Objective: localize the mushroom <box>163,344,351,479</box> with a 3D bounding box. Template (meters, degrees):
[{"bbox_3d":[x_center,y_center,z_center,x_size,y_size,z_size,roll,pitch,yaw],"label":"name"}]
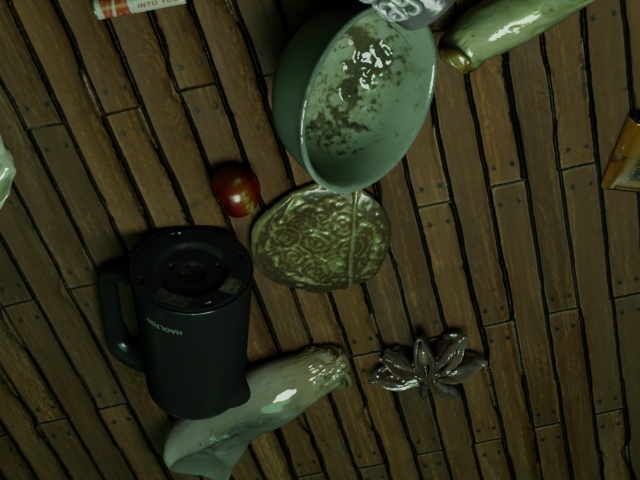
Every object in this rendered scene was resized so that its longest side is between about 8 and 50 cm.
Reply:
[{"bbox_3d":[-0.117,0.317,2.339,0.397,0.126,0.177,-38,135,25],"label":"mushroom"}]

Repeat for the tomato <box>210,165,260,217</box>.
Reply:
[{"bbox_3d":[-0.134,-0.080,2.008,0.075,0.087,0.087,-33,133,-14],"label":"tomato"}]

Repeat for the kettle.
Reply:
[{"bbox_3d":[-0.249,0.152,2.129,0.262,0.203,0.308,-2,135,-7],"label":"kettle"}]

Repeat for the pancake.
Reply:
[{"bbox_3d":[0.000,0.001,2.125,0.250,0.031,0.250,-4,132,-4],"label":"pancake"}]

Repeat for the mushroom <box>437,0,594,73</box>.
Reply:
[{"bbox_3d":[0.321,-0.347,1.801,0.333,0.107,0.087,-27,102,19],"label":"mushroom"}]

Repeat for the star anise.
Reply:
[{"bbox_3d":[0.208,0.231,2.328,0.212,0.073,0.197,22,130,-27],"label":"star anise"}]

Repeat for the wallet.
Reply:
[{"bbox_3d":[0.581,-0.141,2.052,0.196,0.042,0.161,3,132,-9],"label":"wallet"}]

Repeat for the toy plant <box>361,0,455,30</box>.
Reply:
[{"bbox_3d":[0.018,-0.439,1.579,0.400,0.279,0.185,35,110,-25],"label":"toy plant"}]

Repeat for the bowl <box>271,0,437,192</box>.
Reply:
[{"bbox_3d":[0.025,-0.228,1.817,0.289,0.146,0.289,-29,133,-37],"label":"bowl"}]

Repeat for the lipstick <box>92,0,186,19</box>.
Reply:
[{"bbox_3d":[-0.260,-0.347,1.781,0.131,0.038,0.038,-10,132,3],"label":"lipstick"}]

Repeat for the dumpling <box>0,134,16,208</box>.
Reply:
[{"bbox_3d":[-0.578,-0.127,1.910,0.179,0.131,0.252,-32,108,-3],"label":"dumpling"}]
